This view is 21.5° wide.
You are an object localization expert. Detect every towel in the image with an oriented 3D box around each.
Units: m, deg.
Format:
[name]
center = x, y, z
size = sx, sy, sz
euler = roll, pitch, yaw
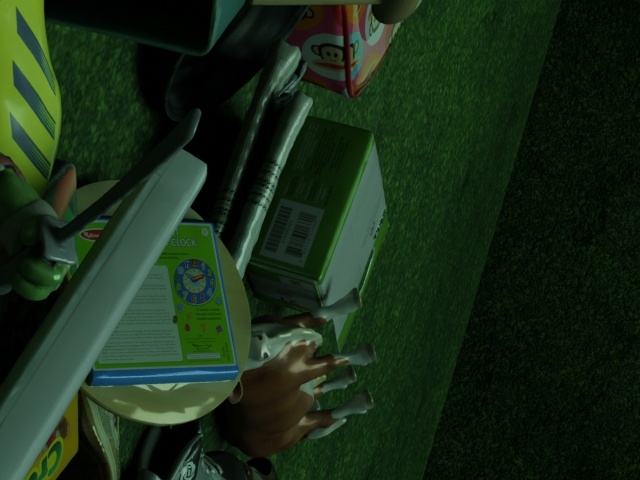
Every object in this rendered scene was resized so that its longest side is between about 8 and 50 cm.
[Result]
[towel]
center = -0.078, 0.001, 1.579
size = 0.312, 0.056, 0.324
euler = 111, -3, -75

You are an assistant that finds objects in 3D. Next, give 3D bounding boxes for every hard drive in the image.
[hard drive]
center = -0.175, 0.100, 1.030
size = 0.203, 0.040, 0.307
euler = -54, -174, 48

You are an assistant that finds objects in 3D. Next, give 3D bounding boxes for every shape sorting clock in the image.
[shape sorting clock]
center = -0.142, 0.048, 1.340
size = 0.040, 0.206, 0.206
euler = -25, -151, 46

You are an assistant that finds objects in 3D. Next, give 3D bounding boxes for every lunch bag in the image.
[lunch bag]
center = 0.033, -0.317, 1.679
size = 0.258, 0.120, 0.293
euler = 87, 23, -52

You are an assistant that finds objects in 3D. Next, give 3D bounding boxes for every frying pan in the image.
[frying pan]
center = -0.030, -0.234, 1.455
size = 0.326, 0.053, 0.197
euler = -49, 168, 4

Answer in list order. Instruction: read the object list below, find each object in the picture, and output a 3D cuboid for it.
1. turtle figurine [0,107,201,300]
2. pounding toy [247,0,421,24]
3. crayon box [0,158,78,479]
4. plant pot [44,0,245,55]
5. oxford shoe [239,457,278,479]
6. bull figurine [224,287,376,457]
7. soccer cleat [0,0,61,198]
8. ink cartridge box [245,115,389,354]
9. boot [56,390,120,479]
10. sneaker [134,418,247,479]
[turtle figurine]
center = -0.239, 0.001, 0.867
size = 0.198, 0.274, 0.266
euler = 4, 109, -40
[pounding toy]
center = -0.003, -0.279, 1.322
size = 0.154, 0.269, 0.155
euler = -33, -154, 52
[crayon box]
center = -0.247, 0.116, 1.172
size = 0.202, 0.081, 0.318
euler = -57, 158, -51
[plant pot]
center = -0.114, -0.247, 1.148
size = 0.234, 0.165, 0.166
euler = -60, 161, -67
[oxford shoe]
center = -0.110, 0.303, 1.919
size = 0.227, 0.083, 0.096
euler = -33, 117, -69
[bull figurine]
center = -0.039, 0.144, 1.851
size = 0.310, 0.188, 0.101
euler = 94, -22, -62
[soccer cleat]
center = -0.207, -0.139, 1.007
size = 0.121, 0.093, 0.289
euler = -76, 171, -71
[ink cartridge box]
center = 0.000, 0.000, 1.944
size = 0.255, 0.097, 0.189
euler = 75, 33, -66
[boot]
center = -0.181, 0.108, 1.414
size = 0.165, 0.077, 0.213
euler = -62, 154, -44
[sneaker]
center = -0.128, 0.228, 1.732
size = 0.228, 0.086, 0.132
euler = -35, 136, -66
